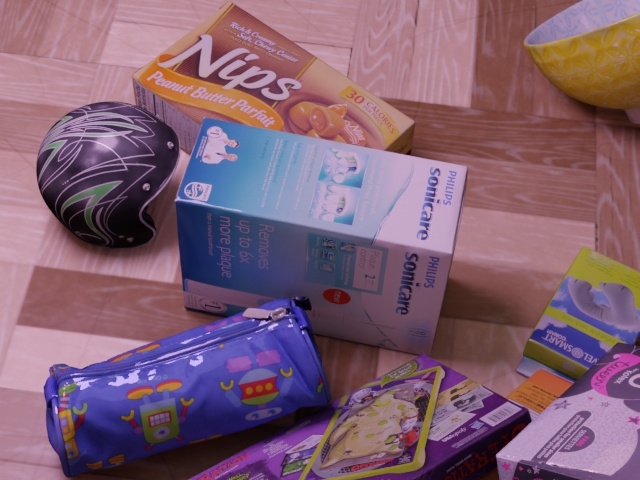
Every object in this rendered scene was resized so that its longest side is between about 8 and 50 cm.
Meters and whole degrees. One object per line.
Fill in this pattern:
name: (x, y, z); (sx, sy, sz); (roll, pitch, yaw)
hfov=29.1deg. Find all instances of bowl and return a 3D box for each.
bowl: (0.423, -0.243, 1.579); (0.289, 0.289, 0.156); (-31, 104, -22)

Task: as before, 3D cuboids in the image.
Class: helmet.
helmet: (-0.247, -0.084, 1.449); (0.170, 0.161, 0.169); (1, 54, -2)

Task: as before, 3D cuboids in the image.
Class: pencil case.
pencil case: (-0.139, 0.150, 1.297); (0.306, 0.133, 0.119); (-15, 36, -9)

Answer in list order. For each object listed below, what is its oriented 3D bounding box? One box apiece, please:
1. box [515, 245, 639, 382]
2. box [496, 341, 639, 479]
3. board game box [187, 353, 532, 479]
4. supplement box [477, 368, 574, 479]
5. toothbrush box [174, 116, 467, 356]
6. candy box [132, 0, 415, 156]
box: (0.311, 0.098, 1.419); (0.109, 0.042, 0.178); (26, 57, 16)
box: (0.305, 0.220, 1.199); (0.163, 0.142, 0.247); (9, 27, 40)
board game box: (0.018, 0.233, 1.237); (0.347, 0.056, 0.208); (-26, 25, -19)
supplement box: (0.182, 0.234, 1.280); (0.233, 0.078, 0.080); (-35, 35, -26)
toothbrush box: (0.000, 0.000, 1.369); (0.296, 0.216, 0.126); (11, 55, 4)
candy box: (-0.061, -0.153, 1.554); (0.316, 0.087, 0.183); (35, 60, 21)
